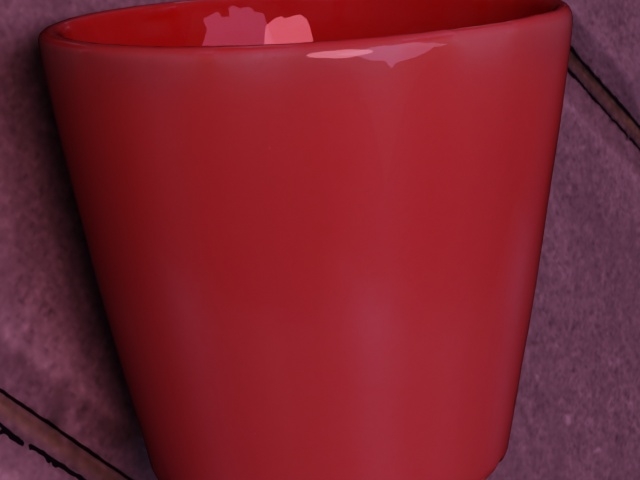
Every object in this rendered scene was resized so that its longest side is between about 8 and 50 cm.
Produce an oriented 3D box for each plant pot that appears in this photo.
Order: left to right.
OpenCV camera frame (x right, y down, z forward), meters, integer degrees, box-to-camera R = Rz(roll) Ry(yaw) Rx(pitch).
[{"bbox_3d":[0.000,0.000,0.860,0.275,0.275,0.243,-15,107,-41],"label":"plant pot"}]
